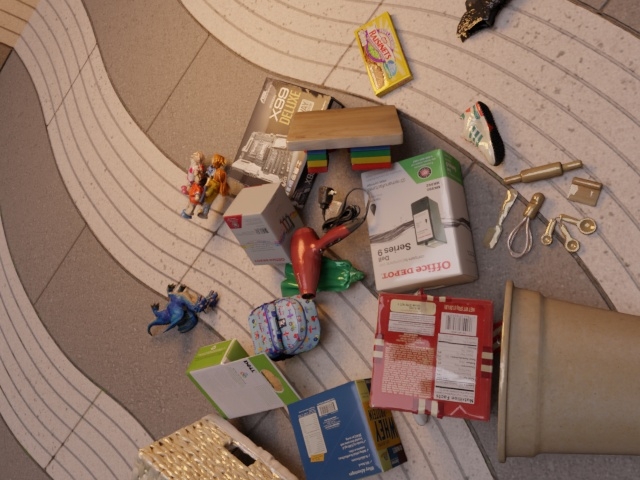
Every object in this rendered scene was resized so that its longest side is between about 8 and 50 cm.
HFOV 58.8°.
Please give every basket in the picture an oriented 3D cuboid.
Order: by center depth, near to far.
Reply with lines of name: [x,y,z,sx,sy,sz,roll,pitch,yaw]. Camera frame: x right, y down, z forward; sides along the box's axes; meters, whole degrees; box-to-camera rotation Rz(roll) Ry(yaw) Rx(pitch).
basket: [-0.279,0.666,1.383,0.328,0.266,0.332,27,107,30]

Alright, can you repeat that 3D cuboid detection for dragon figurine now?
dragon figurine: [-0.427,0.226,1.685,0.289,0.085,0.144,-46,62,15]

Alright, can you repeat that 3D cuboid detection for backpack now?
backpack: [-0.085,0.217,1.440,0.173,0.116,0.158,-28,67,42]

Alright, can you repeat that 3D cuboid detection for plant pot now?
plant pot: [0.486,0.247,1.017,0.305,0.334,0.334,2,83,20]

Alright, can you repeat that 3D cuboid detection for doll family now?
doll family: [-0.331,-0.170,1.679,0.163,0.118,0.263,-62,26,22]

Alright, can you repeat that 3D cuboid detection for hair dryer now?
hair dryer: [0.000,0.000,1.372,0.223,0.080,0.294,20,92,63]

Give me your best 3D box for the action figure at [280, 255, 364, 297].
action figure: [0.010,0.087,1.455,0.232,0.063,0.137,1,80,35]

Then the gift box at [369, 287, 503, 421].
gift box: [0.243,0.224,1.158,0.254,0.258,0.277,8,75,15]

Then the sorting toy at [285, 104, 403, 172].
sorting toy: [0.060,-0.242,1.362,0.256,0.255,0.090,-3,117,5]

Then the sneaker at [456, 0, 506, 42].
sneaker: [0.399,-0.540,1.333,0.170,0.051,0.089,-12,76,34]

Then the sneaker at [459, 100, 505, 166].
sneaker: [0.366,-0.235,1.305,0.075,0.057,0.162,-28,69,43]

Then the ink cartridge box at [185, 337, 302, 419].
ink cartridge box: [-0.182,0.345,1.453,0.255,0.097,0.189,-20,117,27]

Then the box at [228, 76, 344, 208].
box: [-0.099,-0.273,1.574,0.242,0.076,0.308,26,97,31]

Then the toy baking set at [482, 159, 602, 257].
toy baking set: [0.468,-0.065,1.220,0.256,0.030,0.197,-8,78,30]

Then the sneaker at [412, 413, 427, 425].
sneaker: [0.237,0.340,1.280,0.061,0.053,0.152,-2,79,26]

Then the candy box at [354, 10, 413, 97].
candy box: [0.162,-0.485,1.480,0.105,0.027,0.206,-24,71,23]

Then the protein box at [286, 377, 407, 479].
protein box: [0.060,0.448,1.321,0.199,0.136,0.201,-27,69,25]

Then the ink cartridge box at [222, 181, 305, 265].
ink cartridge box: [-0.140,-0.040,1.483,0.128,0.176,0.127,-4,40,31]

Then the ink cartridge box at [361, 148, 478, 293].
ink cartridge box: [0.226,-0.035,1.309,0.211,0.121,0.290,-15,74,29]
